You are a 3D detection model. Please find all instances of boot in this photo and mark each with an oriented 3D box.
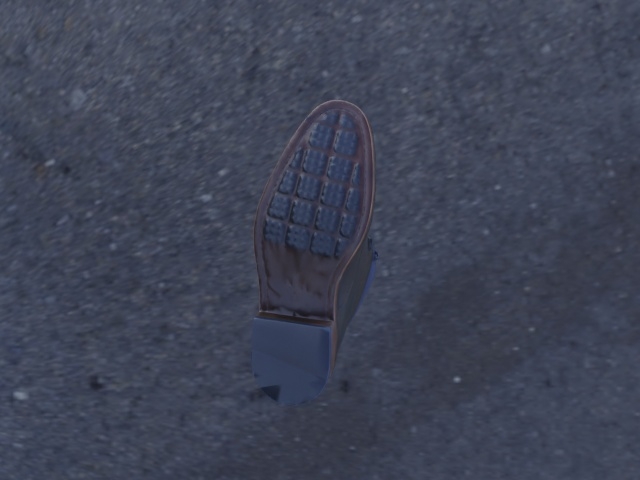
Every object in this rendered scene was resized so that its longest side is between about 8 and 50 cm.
[{"bbox_3d":[0.000,0.000,1.000,0.082,0.106,0.219,15,106,9],"label":"boot"}]
